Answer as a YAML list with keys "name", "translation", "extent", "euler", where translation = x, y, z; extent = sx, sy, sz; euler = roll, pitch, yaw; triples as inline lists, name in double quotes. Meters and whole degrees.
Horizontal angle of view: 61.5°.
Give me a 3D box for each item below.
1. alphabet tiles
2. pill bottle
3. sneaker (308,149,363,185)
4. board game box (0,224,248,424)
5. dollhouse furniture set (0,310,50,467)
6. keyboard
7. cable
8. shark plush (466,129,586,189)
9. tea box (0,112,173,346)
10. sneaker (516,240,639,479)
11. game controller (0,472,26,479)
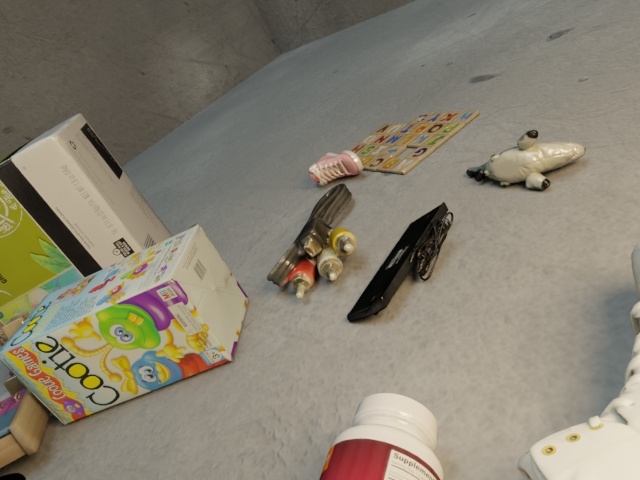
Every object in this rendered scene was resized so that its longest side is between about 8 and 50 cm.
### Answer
- name: "alphabet tiles"
  translation: [0.153, -0.191, 1.028]
  extent: [0.198, 0.009, 0.237]
  euler: [-39, 27, -18]
- name: "pill bottle"
  translation: [0.036, 0.185, 0.365]
  extent: [0.086, 0.086, 0.152]
  euler: [-14, 29, 30]
- name: "sneaker"
  translation: [0.024, -0.131, 1.008]
  extent: [0.070, 0.051, 0.134]
  euler: [-40, 23, -16]
- name: "board game box"
  translation: [-0.261, 0.117, 0.743]
  extent: [0.275, 0.142, 0.144]
  euler: [-23, 25, 14]
- name: "dollhouse furniture set"
  translation: [-0.532, 0.155, 0.721]
  extent: [0.198, 0.303, 0.286]
  euler: [-27, 18, -10]
- name: "keyboard"
  translation: [0.110, 0.029, 0.654]
  extent: [0.192, 0.038, 0.100]
  euler: [-51, 9, -36]
- name: "cable"
  translation: [0.000, 0.000, 0.818]
  extent: [0.139, 0.072, 0.287]
  euler: [-41, 9, 18]
- name: "shark plush"
  translation: [0.263, -0.095, 0.715]
  extent: [0.067, 0.073, 0.161]
  euler: [-22, -3, -31]
- name: "tea box"
  translation: [-0.500, -0.004, 1.007]
  extent: [0.324, 0.329, 0.220]
  euler: [-30, 25, 2]
- name: "sneaker"
  translation: [0.199, 0.097, 0.328]
  extent: [0.169, 0.108, 0.292]
  euler: [-17, 29, 20]
- name: "game controller"
  translation: [-0.486, 0.367, 0.612]
  extent: [0.319, 0.067, 0.166]
  euler: [-23, 26, 14]
